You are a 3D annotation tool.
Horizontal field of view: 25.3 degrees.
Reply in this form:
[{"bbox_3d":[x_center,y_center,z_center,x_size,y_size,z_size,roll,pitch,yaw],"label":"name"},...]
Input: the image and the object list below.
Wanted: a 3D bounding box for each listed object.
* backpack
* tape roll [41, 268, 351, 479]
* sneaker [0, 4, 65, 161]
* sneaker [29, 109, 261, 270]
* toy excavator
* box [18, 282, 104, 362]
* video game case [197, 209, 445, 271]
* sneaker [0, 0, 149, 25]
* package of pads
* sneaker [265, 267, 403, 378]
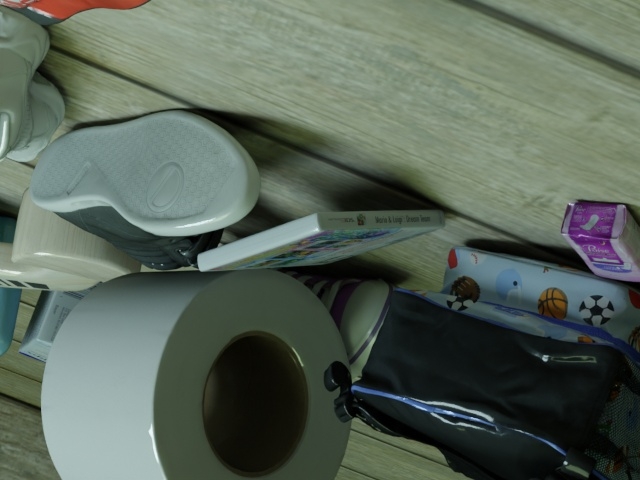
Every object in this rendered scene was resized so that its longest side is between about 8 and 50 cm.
[{"bbox_3d":[0.191,0.135,1.217,0.276,0.213,0.263,20,163,42],"label":"backpack"},{"bbox_3d":[-0.112,0.148,1.322,0.169,0.246,0.246,-2,152,46],"label":"tape roll"},{"bbox_3d":[-0.272,-0.101,1.158,0.090,0.115,0.232,19,162,3],"label":"sneaker"},{"bbox_3d":[-0.115,-0.035,1.231,0.147,0.104,0.296,29,164,-39],"label":"sneaker"},{"bbox_3d":[-0.393,0.028,1.597,0.445,0.222,0.433,4,160,3],"label":"toy excavator"},{"bbox_3d":[-0.299,0.082,1.711,0.072,0.126,0.137,23,162,-16],"label":"box"},{"bbox_3d":[0.000,0.000,1.184,0.143,0.019,0.157,-2,169,-42],"label":"video game case"},{"bbox_3d":[-0.163,-0.198,0.805,0.145,0.090,0.270,27,163,-29],"label":"sneaker"},{"bbox_3d":[0.220,0.002,1.079,0.050,0.032,0.083,4,157,34],"label":"package of pads"},{"bbox_3d":[-0.039,0.066,1.437,0.161,0.102,0.282,31,159,-23],"label":"sneaker"}]
